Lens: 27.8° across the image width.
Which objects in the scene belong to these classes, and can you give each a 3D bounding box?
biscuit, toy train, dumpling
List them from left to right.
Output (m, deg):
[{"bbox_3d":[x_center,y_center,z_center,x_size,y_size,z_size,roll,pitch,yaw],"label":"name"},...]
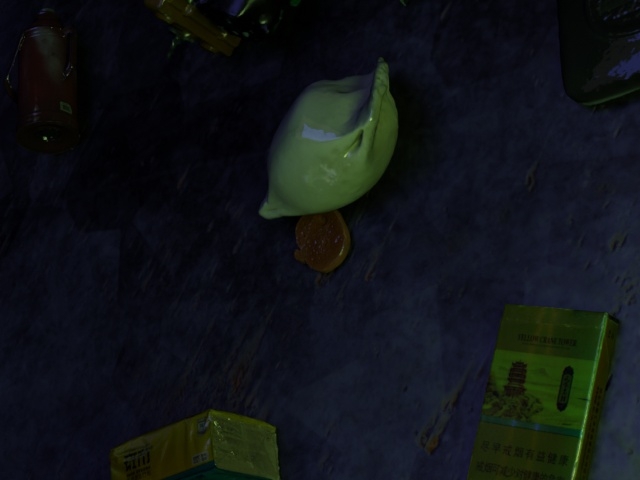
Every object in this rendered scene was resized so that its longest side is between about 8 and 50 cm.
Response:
[{"bbox_3d":[-0.075,-0.419,1.690,0.249,0.178,0.429,25,89,34],"label":"toy train"},{"bbox_3d":[0.000,0.000,1.539,0.078,0.015,0.091,-41,49,23],"label":"biscuit"},{"bbox_3d":[0.013,-0.123,1.527,0.252,0.131,0.179,-47,20,42],"label":"dumpling"}]

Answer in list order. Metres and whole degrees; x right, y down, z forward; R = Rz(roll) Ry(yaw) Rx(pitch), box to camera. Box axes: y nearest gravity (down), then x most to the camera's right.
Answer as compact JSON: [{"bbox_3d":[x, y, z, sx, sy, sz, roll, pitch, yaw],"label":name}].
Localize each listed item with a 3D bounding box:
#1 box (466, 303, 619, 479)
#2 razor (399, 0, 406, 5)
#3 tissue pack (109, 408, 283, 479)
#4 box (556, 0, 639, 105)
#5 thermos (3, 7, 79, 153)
[{"bbox_3d":[0.216,0.161,1.267,0.121,0.030,0.193,4,74,42],"label":"box"},{"bbox_3d":[0.170,-0.320,1.493,0.231,0.106,0.068,9,79,32],"label":"razor"},{"bbox_3d":[-0.144,0.255,1.484,0.169,0.120,0.082,-24,59,34],"label":"tissue pack"},{"bbox_3d":[0.337,-0.252,1.329,0.212,0.042,0.201,-18,61,34],"label":"box"},{"bbox_3d":[-0.411,-0.255,1.956,0.124,0.099,0.232,-26,57,36],"label":"thermos"}]
